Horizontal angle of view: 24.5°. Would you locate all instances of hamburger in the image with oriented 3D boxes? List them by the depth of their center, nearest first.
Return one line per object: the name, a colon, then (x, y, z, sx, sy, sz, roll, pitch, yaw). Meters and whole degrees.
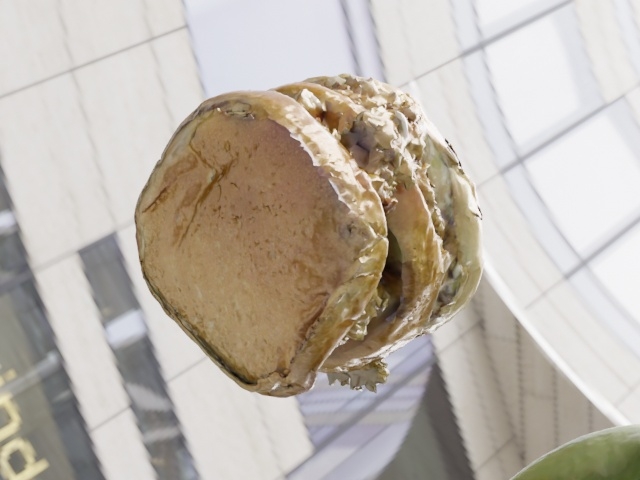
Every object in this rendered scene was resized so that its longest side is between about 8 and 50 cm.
hamburger: (-0.010, 0.003, 1.146, 0.245, 0.211, 0.260, -11, -82, 36)

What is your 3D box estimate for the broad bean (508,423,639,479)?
broad bean: (0.194, 0.196, 0.870, 0.263, 0.121, 0.189, -30, -129, 25)
